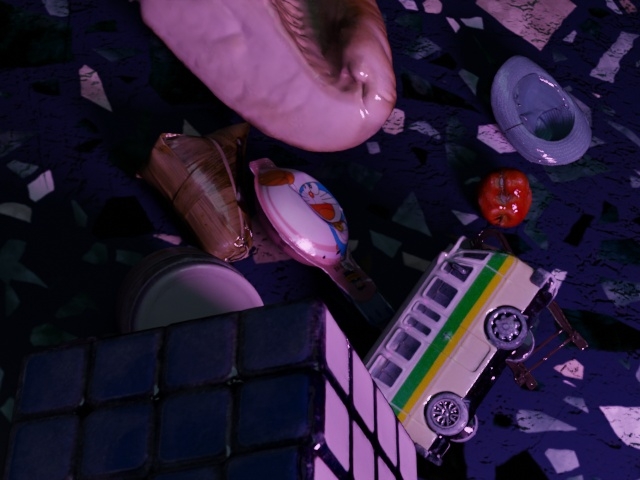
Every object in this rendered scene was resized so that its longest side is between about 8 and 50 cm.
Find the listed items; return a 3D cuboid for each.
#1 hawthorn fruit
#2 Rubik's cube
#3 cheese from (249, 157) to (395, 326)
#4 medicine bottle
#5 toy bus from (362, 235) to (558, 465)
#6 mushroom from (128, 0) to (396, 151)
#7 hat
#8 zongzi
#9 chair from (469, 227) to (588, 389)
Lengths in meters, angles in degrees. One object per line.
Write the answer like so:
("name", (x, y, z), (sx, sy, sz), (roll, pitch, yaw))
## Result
("hawthorn fruit", (0.270, -0.061, 1.958), (0.093, 0.093, 0.093), (9, 53, -11))
("Rubik's cube", (-0.100, 0.302, 1.336), (0.344, 0.344, 0.337), (-13, 52, 18))
("cheese", (0.000, 0.000, 1.815), (0.286, 0.074, 0.189), (52, 25, 9))
("medicine bottle", (-0.154, 0.093, 1.569), (0.165, 0.273, 0.165), (0, 92, -13))
("toy bus", (0.166, 0.130, 1.681), (0.164, 0.133, 0.276), (33, 85, 18))
("mushroom", (-0.028, -0.305, 1.986), (0.397, 0.224, 0.313), (46, 31, 9))
("hat", (0.334, -0.195, 2.085), (0.138, 0.078, 0.191), (-38, 91, -27))
("zongzi", (-0.117, -0.067, 1.846), (0.204, 0.094, 0.205), (-23, 70, -46))
("chair", (0.250, 0.081, 1.808), (0.106, 0.113, 0.229), (-39, 68, 7))
